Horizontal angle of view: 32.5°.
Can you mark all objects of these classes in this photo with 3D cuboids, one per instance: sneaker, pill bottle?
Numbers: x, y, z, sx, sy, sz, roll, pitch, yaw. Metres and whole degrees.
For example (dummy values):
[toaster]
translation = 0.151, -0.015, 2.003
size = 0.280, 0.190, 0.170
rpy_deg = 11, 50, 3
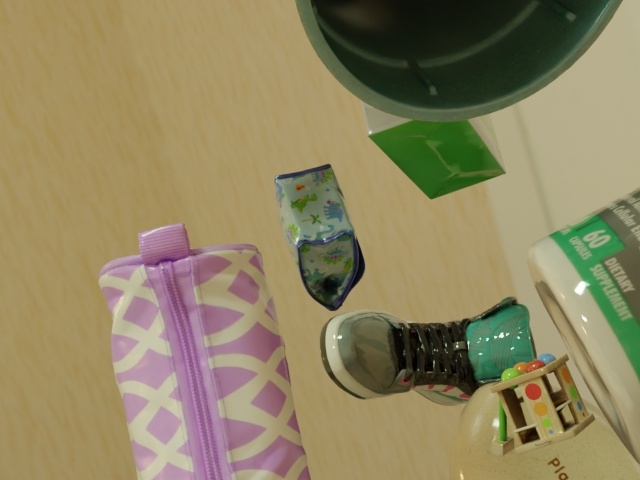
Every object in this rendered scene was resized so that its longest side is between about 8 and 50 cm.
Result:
[sneaker]
translation = 0.152, 0.127, 1.244
size = 0.178, 0.124, 0.295
rpy_deg = -21, -24, 38
[pill bottle]
translation = 0.365, 0.012, 0.860
size = 0.361, 0.204, 0.204
rpy_deg = -28, 6, 4

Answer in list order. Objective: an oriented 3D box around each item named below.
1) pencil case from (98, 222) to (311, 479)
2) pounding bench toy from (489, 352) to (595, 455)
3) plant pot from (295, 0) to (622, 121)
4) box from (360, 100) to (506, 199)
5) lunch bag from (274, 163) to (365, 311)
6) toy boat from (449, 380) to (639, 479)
[pencil case]
translation = -0.049, 0.101, 0.507
size = 0.086, 0.206, 0.088
rpy_deg = -15, -10, 8
[pounding bench toy]
translation = 0.164, 0.133, 0.886
size = 0.083, 0.065, 0.052
rpy_deg = -27, -7, 32
[plant pot]
translation = 0.082, -0.338, 1.068
size = 0.341, 0.341, 0.334
rpy_deg = -19, 35, -10
[box]
translation = 0.143, -0.215, 1.490
size = 0.126, 0.231, 0.262
rpy_deg = -19, -22, 18
[lunch bag]
translation = 0.000, 0.000, 1.417
size = 0.096, 0.151, 0.129
rpy_deg = -11, 50, -6
[toy boat]
translation = 0.180, 0.290, 1.101
size = 0.318, 0.267, 0.148
rpy_deg = -26, -28, -8
